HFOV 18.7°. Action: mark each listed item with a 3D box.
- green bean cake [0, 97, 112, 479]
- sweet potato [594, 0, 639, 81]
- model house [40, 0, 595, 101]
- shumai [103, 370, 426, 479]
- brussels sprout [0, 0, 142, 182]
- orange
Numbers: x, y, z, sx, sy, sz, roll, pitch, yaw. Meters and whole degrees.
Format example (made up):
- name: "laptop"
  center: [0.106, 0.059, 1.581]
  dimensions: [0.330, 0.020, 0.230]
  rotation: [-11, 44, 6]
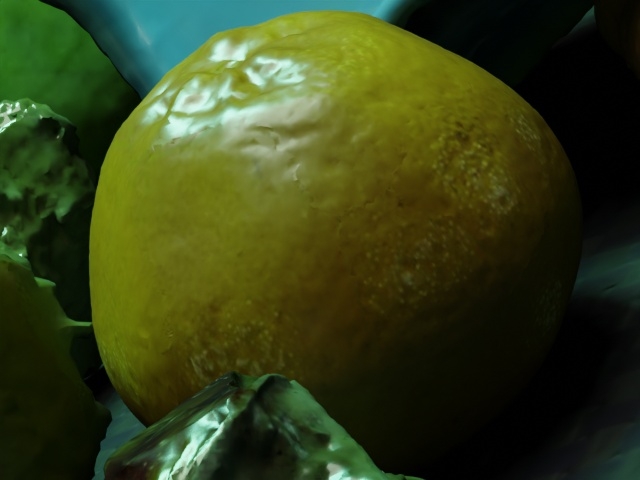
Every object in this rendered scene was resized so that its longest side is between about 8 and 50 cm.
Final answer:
- name: "green bean cake"
  center: [-0.176, 0.064, 0.746]
  dimensions: [0.233, 0.124, 0.236]
  rotation: [-29, 16, 8]
- name: "sweet potato"
  center: [0.152, -0.073, 0.632]
  dimensions: [0.097, 0.097, 0.252]
  rotation: [-30, 14, 2]
- name: "model house"
  center: [0.039, -0.160, 0.808]
  dimensions: [0.237, 0.215, 0.303]
  rotation: [-46, -16, 23]
- name: "shumai"
  center: [-0.006, 0.077, 0.471]
  dimensions: [0.123, 0.087, 0.099]
  rotation: [-17, 20, 37]
- name: "brussels sprout"
  center: [-0.139, -0.083, 1.006]
  dimensions: [0.219, 0.210, 0.271]
  rotation: [-25, 1, 2]
- name: "orange"
  center: [0.000, 0.000, 0.598]
  dimensions: [0.159, 0.136, 0.159]
  rotation: [-26, 25, 13]
